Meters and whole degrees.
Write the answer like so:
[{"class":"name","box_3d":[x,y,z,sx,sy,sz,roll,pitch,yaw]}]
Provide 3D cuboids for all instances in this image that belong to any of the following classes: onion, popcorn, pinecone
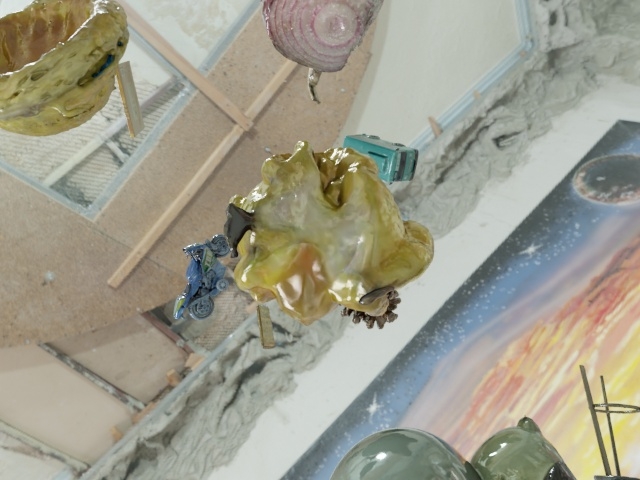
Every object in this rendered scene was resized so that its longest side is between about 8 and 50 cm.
[{"class":"onion","box_3d":[0.004,-0.509,0.998,0.256,0.230,0.272,33,-49,-31]},{"class":"popcorn","box_3d":[0.000,0.000,0.771,0.297,0.281,0.315,-39,-93,8]},{"class":"pinecone","box_3d":[0.142,0.165,1.374,0.169,0.212,0.185,-15,-54,-55]}]

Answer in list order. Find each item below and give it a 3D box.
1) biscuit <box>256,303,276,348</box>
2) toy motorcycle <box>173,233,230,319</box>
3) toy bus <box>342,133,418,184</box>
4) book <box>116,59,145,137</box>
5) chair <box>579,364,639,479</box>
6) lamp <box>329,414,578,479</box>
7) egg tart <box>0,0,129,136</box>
[{"class":"biscuit","box_3d":[-0.171,0.270,1.473,0.016,0.203,0.143,-10,-101,2]},{"class":"toy motorcycle","box_3d":[-0.328,0.096,1.283,0.136,0.092,0.254,20,-99,-35]},{"class":"toy bus","box_3d":[0.128,-0.183,1.042,0.092,0.160,0.079,-15,-58,-42]},{"class":"book","box_3d":[-0.474,-0.354,1.170,0.012,0.118,0.172,-6,-65,-4]},{"class":"chair","box_3d":[0.498,0.326,0.792,0.095,0.104,0.221,7,-115,-8]},{"class":"lamp","box_3d":[0.120,0.268,0.459,0.244,0.197,0.197,-15,-58,-1]},{"class":"egg tart","box_3d":[-0.535,-0.327,0.899,0.388,0.388,0.169,-38,-34,-17]}]
